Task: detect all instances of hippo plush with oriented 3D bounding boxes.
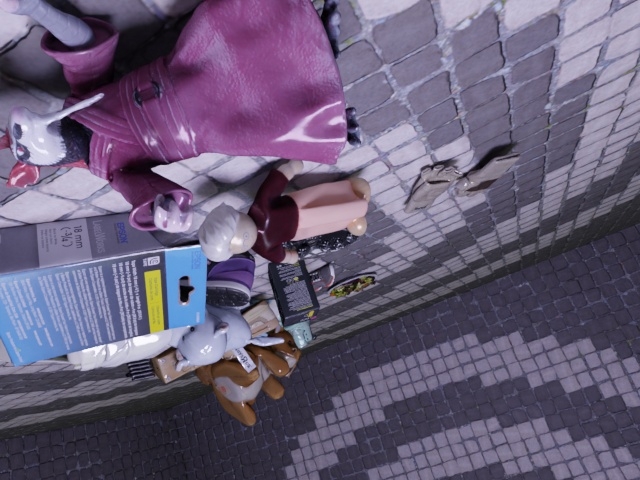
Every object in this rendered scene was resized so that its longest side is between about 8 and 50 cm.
[{"bbox_3d":[-0.288,0.230,1.099,0.234,0.294,0.236,-43,177,9],"label":"hippo plush"}]

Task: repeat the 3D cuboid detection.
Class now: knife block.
[{"bbox_3d":[-0.517,0.381,1.585,0.276,0.088,0.242,-22,-162,-35],"label":"knife block"}]

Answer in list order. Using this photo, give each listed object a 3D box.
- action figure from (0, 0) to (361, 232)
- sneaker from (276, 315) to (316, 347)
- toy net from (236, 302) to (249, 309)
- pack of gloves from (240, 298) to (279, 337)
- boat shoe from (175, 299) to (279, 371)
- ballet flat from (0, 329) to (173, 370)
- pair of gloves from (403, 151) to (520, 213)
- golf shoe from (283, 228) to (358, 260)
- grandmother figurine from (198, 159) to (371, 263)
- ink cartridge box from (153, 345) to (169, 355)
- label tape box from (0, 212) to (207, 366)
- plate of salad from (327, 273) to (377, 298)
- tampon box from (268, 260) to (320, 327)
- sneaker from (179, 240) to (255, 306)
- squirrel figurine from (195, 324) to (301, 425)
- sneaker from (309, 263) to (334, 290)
[{"bbox_3d":[-0.155,-0.149,0.491,0.370,0.248,0.276,-15,-166,1],"label":"action figure"},{"bbox_3d":[-0.101,0.346,1.852,0.094,0.151,0.256,-25,159,21],"label":"sneaker"},{"bbox_3d":[-0.267,0.167,1.376,0.122,0.045,0.232,-27,161,16],"label":"toy net"},{"bbox_3d":[-0.218,0.285,1.624,0.232,0.046,0.195,9,122,-53],"label":"pack of gloves"},{"bbox_3d":[-0.290,0.320,1.469,0.341,0.110,0.121,-33,-176,-7],"label":"boat shoe"},{"bbox_3d":[-0.505,0.203,0.933,0.400,0.139,0.139,2,160,2],"label":"ballet flat"},{"bbox_3d":[0.323,-0.139,1.102,0.240,0.042,0.204,-15,164,-7],"label":"pair of gloves"},{"bbox_3d":[0.000,0.000,1.145,0.198,0.077,0.094,-14,172,7],"label":"golf shoe"},{"bbox_3d":[-0.057,-0.042,0.831,0.342,0.208,0.104,-18,-155,-37],"label":"grandmother figurine"},{"bbox_3d":[-0.516,0.293,1.407,0.143,0.090,0.092,-33,156,36],"label":"ink cartridge box"},{"bbox_3d":[-0.379,0.077,0.825,0.334,0.106,0.240,-10,140,-25],"label":"label tape box"},{"bbox_3d":[0.125,0.176,1.762,0.200,0.048,0.200,-17,160,-6],"label":"plate of salad"},{"bbox_3d":[-0.076,0.142,1.305,0.101,0.161,0.120,-15,161,-12],"label":"tampon box"},{"bbox_3d":[-0.277,0.059,0.990,0.283,0.124,0.107,7,148,0],"label":"sneaker"},{"bbox_3d":[-0.282,0.458,1.859,0.397,0.281,0.370,16,-148,28],"label":"squirrel figurine"},{"bbox_3d":[-0.010,0.122,1.474,0.065,0.061,0.158,0,153,-29],"label":"sneaker"}]
